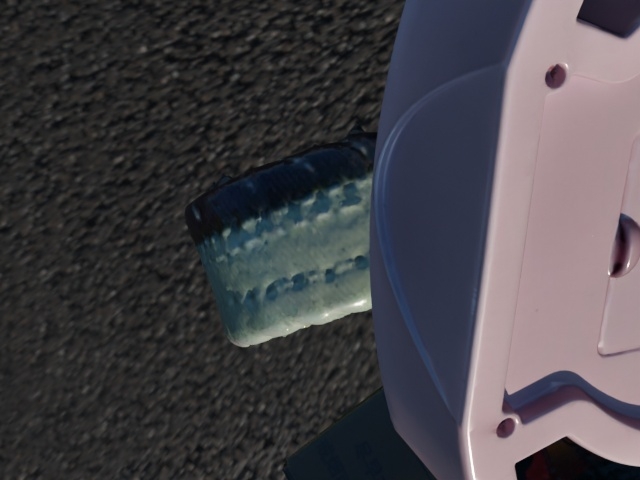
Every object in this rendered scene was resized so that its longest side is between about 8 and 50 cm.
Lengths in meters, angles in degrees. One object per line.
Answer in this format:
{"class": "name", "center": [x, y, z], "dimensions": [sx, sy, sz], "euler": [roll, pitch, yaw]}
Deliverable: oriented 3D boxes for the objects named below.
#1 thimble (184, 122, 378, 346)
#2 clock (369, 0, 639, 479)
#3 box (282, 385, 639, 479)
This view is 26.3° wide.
{"class": "thimble", "center": [0.000, 0.000, 1.157], "dimensions": [0.237, 0.237, 0.150], "euler": [-18, 85, 15]}
{"class": "clock", "center": [0.156, -0.060, 0.516], "dimensions": [0.275, 0.080, 0.290], "euler": [-12, 120, -24]}
{"class": "box", "center": [0.109, 0.138, 0.844], "dimensions": [0.240, 0.071, 0.159], "euler": [-39, 65, 22]}
